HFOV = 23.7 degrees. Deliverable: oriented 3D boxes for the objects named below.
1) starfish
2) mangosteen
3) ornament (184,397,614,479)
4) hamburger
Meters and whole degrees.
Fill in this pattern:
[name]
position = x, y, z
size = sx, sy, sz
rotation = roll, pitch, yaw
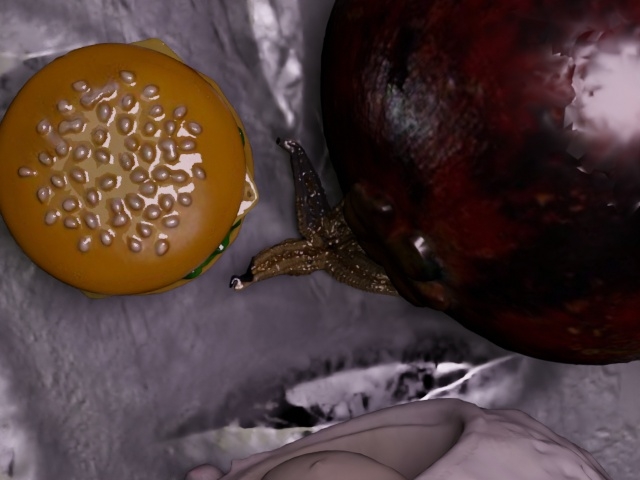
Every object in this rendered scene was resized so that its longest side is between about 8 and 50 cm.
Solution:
[starfish]
position = -0.002, -0.001, 0.949
size = 0.130, 0.041, 0.133
rotation = -25, 91, -11
[mangosteen]
position = 0.148, -0.080, 0.842
size = 0.311, 0.311, 0.311
rotation = 0, 92, -3
[ornament]
position = 0.050, 0.256, 0.823
size = 0.337, 0.337, 0.337
rotation = 0, 92, -3
[hamburger]
position = -0.115, -0.042, 0.907
size = 0.162, 0.115, 0.162
rotation = 0, 91, -4
